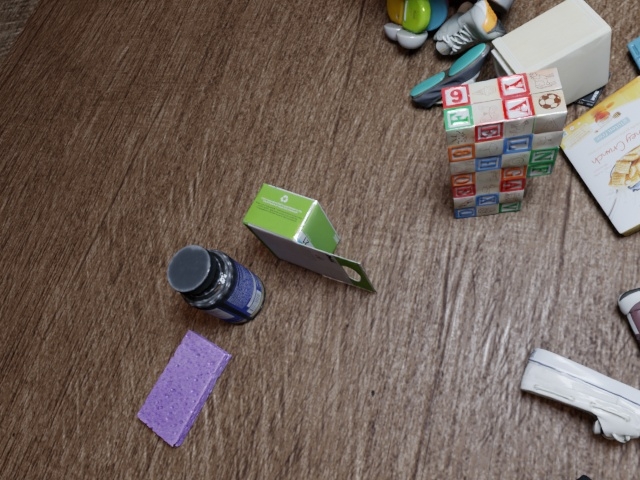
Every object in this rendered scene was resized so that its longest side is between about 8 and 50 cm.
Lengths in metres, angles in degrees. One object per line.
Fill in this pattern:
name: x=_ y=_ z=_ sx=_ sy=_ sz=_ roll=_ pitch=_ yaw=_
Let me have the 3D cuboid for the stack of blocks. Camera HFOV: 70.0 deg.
stack of blocks: x=0.317 y=-0.153 z=0.817 sx=0.171 sy=0.297 sz=0.087 roll=-6 pitch=64 yaw=16

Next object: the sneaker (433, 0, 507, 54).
sneaker: x=0.323 y=-0.458 z=1.021 sx=0.121 sy=0.099 sz=0.262 roll=-36 pitch=17 yaw=19

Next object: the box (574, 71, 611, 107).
box: x=0.561 y=-0.326 z=0.967 sx=0.067 sy=0.018 sz=0.083 roll=29 pitch=79 yaw=28

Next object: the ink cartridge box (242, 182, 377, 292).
ink cartridge box: x=0.000 y=0.000 z=0.924 sx=0.255 sy=0.188 sz=0.096 roll=19 pitch=73 yaw=24

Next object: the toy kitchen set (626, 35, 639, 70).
toy kitchen set: x=0.673 y=-0.404 z=0.831 sx=0.207 sy=0.166 sz=0.122 roll=-33 pitch=54 yaw=42

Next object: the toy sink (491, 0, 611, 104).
toy sink: x=0.436 y=-0.348 z=0.933 sx=0.234 sy=0.153 sz=0.131 roll=-28 pitch=57 yaw=17

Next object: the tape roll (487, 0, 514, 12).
tape roll: x=0.264 y=-0.624 z=1.011 sx=0.392 sy=0.392 sz=0.072 roll=46 pitch=122 yaw=29

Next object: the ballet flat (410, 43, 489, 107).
ballet flat: x=0.293 y=-0.351 z=1.005 sx=0.203 sy=0.074 sz=0.074 roll=-23 pitch=56 yaw=47

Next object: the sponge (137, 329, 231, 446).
sponge: x=-0.291 y=0.311 z=0.978 sx=0.117 sy=0.031 sz=0.210 roll=23 pitch=77 yaw=26

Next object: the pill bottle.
pill bottle: x=-0.209 y=0.091 z=0.937 sx=0.123 sy=0.219 sz=0.122 roll=-7 pitch=65 yaw=16

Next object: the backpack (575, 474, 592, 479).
backpack: x=0.286 y=0.534 z=0.579 sx=0.356 sy=0.273 sz=0.290 roll=-36 pitch=67 yaw=16

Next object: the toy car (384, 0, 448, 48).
toy car: x=0.238 y=-0.562 z=1.104 sx=0.137 sy=0.159 sz=0.182 roll=-10 pitch=39 yaw=-13

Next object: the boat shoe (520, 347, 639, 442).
boat shoe: x=0.451 y=0.264 z=0.708 sx=0.268 sy=0.096 sz=0.088 roll=24 pitch=81 yaw=27

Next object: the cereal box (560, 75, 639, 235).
cereal box: x=0.568 y=-0.152 z=0.830 sx=0.173 sy=0.047 sz=0.240 roll=-40 pitch=55 yaw=35

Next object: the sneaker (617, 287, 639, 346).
sneaker: x=0.623 y=0.127 z=0.680 sx=0.281 sy=0.107 sz=0.162 roll=-24 pitch=70 yaw=44
